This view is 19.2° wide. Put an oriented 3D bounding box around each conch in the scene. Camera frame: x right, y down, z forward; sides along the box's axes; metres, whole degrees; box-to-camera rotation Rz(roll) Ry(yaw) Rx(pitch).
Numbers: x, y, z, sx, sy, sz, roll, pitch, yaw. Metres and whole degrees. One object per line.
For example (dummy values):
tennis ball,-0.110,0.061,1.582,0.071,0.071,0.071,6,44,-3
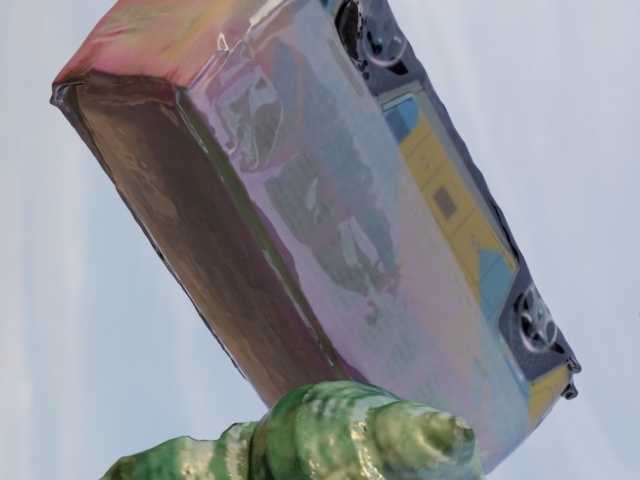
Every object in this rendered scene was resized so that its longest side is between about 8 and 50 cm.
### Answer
conch,-0.004,0.146,0.878,0.202,0.196,0.134,-56,-147,9

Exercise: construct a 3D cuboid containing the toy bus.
toy bus,0.000,0.000,1.152,0.162,0.386,0.171,-45,-150,-24
